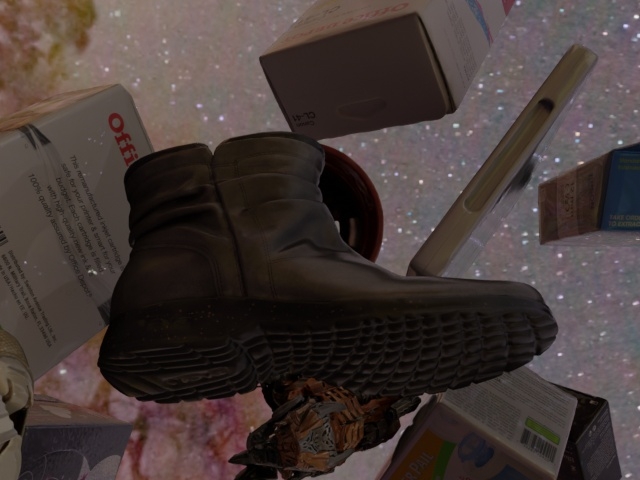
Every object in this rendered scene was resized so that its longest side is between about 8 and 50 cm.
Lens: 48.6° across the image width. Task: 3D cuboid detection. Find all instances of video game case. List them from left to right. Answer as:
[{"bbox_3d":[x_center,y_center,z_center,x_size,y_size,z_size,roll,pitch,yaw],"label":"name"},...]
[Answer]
[{"bbox_3d":[0.185,-0.025,0.823,0.036,0.300,0.329,35,-16,13],"label":"video game case"}]

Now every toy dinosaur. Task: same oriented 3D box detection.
[{"bbox_3d":[0.012,0.181,0.736,0.218,0.322,0.164,-14,-115,25],"label":"toy dinosaur"}]

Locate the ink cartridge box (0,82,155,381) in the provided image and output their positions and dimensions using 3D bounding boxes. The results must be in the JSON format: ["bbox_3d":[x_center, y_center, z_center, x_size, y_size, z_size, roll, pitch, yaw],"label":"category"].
[{"bbox_3d":[-0.286,-0.001,0.679,0.122,0.289,0.211,3,-60,38],"label":"ink cartridge box"}]

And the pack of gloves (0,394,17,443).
[{"bbox_3d":[-0.238,0.169,0.318,0.046,0.232,0.195,23,-49,47],"label":"pack of gloves"}]

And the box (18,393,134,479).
[{"bbox_3d":[-0.343,0.265,0.794,0.142,0.247,0.163,14,-101,15],"label":"box"}]

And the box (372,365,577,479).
[{"bbox_3d":[0.130,0.208,0.665,0.114,0.103,0.203,32,-51,10],"label":"box"}]

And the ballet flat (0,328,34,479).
[{"bbox_3d":[-0.233,0.137,0.519,0.052,0.057,0.168,-24,-127,25],"label":"ballet flat"}]

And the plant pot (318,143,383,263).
[{"bbox_3d":[-0.040,-0.023,1.276,0.265,0.272,0.272,157,-73,-86],"label":"plant pot"}]

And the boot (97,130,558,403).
[{"bbox_3d":[0.000,0.000,0.556,0.118,0.338,0.222,93,-3,-51],"label":"boot"}]

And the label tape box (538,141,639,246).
[{"bbox_3d":[0.491,-0.054,1.012,0.347,0.249,0.115,131,-40,-86],"label":"label tape box"}]

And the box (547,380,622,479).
[{"bbox_3d":[0.333,0.291,1.025,0.156,0.093,0.158,12,-47,47],"label":"box"}]

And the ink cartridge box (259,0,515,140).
[{"bbox_3d":[0.097,-0.272,0.906,0.226,0.306,0.131,-6,-55,34],"label":"ink cartridge box"}]
